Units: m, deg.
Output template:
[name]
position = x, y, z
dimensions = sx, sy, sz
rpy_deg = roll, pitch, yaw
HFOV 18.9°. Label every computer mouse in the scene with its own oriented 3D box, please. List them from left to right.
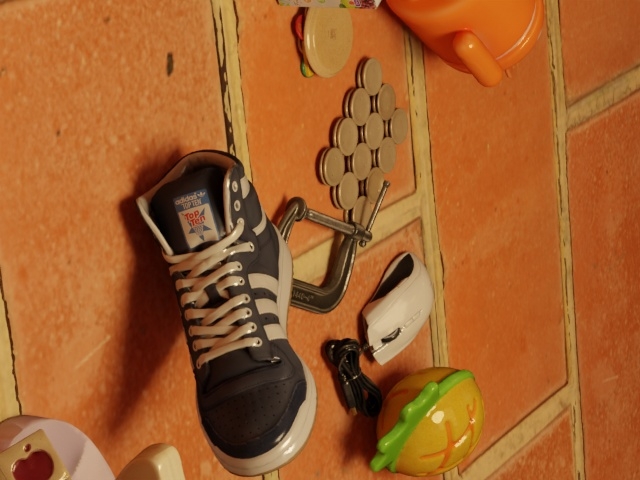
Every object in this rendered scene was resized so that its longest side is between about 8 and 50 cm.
[computer mouse]
position = 0.070, 0.083, 1.896
dimensions = 0.193, 0.042, 0.106
rpy_deg = -56, 137, -39

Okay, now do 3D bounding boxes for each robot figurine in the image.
[robot figurine]
position = 0.142, -0.245, 1.891
dimensions = 0.128, 0.158, 0.219
rpy_deg = -52, 144, 1

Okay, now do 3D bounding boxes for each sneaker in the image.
[sneaker]
position = -0.078, 0.046, 1.526
dimensions = 0.282, 0.099, 0.153
rpy_deg = -97, 165, -48

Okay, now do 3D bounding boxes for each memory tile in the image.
[memory tile]
position = 0.042, -0.091, 1.856
dimensions = 0.113, 0.012, 0.148
rpy_deg = 57, 47, -46

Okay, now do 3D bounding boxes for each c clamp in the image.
[c clamp]
position = 0.000, 0.000, 1.785
dimensions = 0.161, 0.022, 0.137
rpy_deg = 10, 96, -57

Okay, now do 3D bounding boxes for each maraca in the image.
[maraca]
position = 0.103, 0.180, 1.894
dimensions = 0.127, 0.099, 0.186
rpy_deg = -59, 161, 10

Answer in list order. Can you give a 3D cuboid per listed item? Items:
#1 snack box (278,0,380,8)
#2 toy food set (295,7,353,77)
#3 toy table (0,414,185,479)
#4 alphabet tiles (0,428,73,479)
[snack box]
position = 0.028, -0.267, 1.724
dimensions = 0.141, 0.100, 0.037
rpy_deg = -62, 143, -35
[toy food set]
position = 0.003, -0.191, 1.771
dimensions = 0.082, 0.020, 0.083
rpy_deg = -33, 122, -52
[toy table]
position = -0.149, 0.264, 1.447
dimensions = 0.252, 0.161, 0.274
rpy_deg = -54, 136, -41
[alphabet tiles]
position = -0.238, 0.270, 1.282
dimensions = 0.237, 0.009, 0.198
rpy_deg = -30, 90, -20
